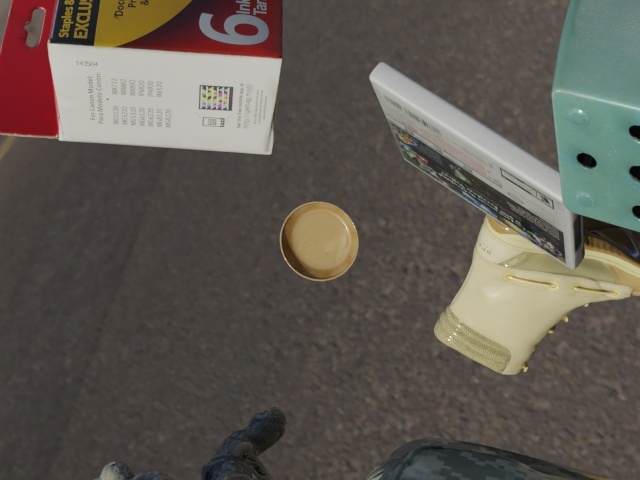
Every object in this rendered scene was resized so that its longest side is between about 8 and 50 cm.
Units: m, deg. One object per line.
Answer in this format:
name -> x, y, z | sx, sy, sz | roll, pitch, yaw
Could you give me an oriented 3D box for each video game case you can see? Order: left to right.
video game case -> 0.133, -0.058, 0.920 | 0.190, 0.173, 0.022 | 35, 83, 21

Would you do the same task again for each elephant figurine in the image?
elephant figurine -> -0.104, 0.286, 1.154 | 0.169, 0.239, 0.186 | 7, 97, 56

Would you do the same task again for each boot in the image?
boot -> 0.278, 0.067, 1.269 | 0.095, 0.262, 0.203 | -95, 21, -51

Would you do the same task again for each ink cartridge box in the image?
ink cartridge box -> -0.174, -0.243, 1.087 | 0.130, 0.272, 0.309 | 100, 170, -51

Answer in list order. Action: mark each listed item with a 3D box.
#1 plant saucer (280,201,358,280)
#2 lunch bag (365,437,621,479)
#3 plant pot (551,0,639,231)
plant saucer -> 0.000, 0.000, 1.164 | 0.083, 0.083, 0.015 | -41, -1, 16
lunch bag -> 0.144, 0.246, 0.641 | 0.256, 0.305, 0.212 | 11, -88, -79
plant pot -> 0.242, -0.118, 0.687 | 0.165, 0.165, 0.234 | 19, 58, 30
